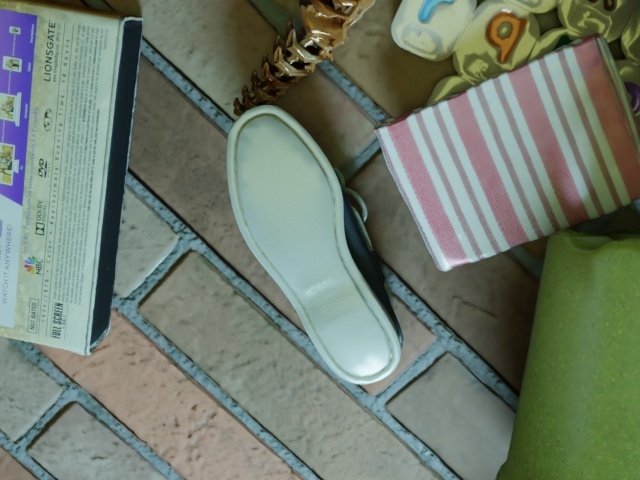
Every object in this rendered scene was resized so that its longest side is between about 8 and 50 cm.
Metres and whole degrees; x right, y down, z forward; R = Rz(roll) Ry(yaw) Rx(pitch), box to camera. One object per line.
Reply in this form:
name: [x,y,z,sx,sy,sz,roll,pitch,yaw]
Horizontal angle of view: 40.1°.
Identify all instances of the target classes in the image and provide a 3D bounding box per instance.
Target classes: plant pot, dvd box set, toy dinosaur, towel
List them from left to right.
dvd box set: [-0.384,-0.084,0.787,0.421,0.062,0.307,10,106,4]
toy dinosaur: [-0.004,-0.242,0.658,0.219,0.164,0.321,18,94,-14]
towel: [0.160,-0.068,0.725,0.197,0.029,0.144,-21,106,14]
plant pot: [0.261,0.121,0.678,0.276,0.276,0.253,2,94,7]

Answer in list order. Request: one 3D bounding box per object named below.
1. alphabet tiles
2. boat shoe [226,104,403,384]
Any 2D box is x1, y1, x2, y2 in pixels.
alphabet tiles: [0.210,-0.166,0.711,0.284,0.021,0.277,26,109,0]
boat shoe: [0.000,0.000,0.753,0.095,0.079,0.254,-29,102,12]
